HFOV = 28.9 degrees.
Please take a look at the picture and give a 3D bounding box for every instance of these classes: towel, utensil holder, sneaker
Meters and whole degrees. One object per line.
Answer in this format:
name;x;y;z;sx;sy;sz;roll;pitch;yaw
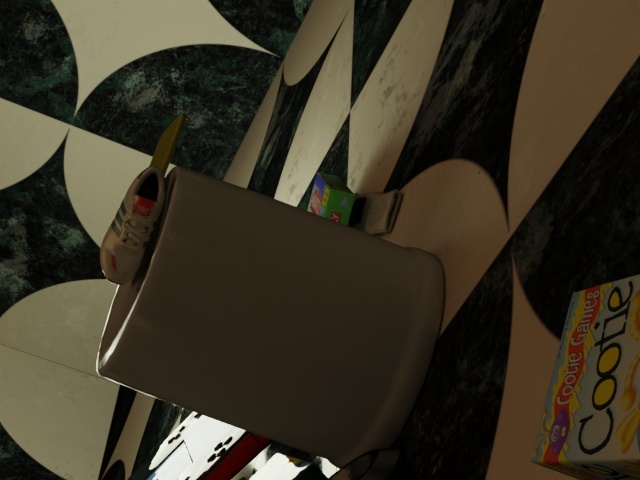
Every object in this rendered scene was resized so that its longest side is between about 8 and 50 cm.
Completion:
towel;-0.235;-0.057;1.715;0.102;0.021;0.237;-30;40;61
utensil holder;-0.074;0.105;1.703;0.327;0.385;0.327;-159;90;-76
sneaker;-0.239;-0.024;1.592;0.075;0.057;0.161;132;159;-69

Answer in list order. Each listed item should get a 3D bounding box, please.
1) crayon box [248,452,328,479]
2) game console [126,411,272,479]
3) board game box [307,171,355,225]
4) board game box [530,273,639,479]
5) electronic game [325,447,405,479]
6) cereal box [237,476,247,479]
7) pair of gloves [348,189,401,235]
crayon box;-0.125;0.444;1.748;0.323;0.083;0.203;-44;7;-16
game console;-0.227;0.391;2.285;0.342;0.060;0.386;-41;11;-5
board game box;0.000;0.000;2.173;0.317;0.046;0.213;-117;40;-81
board game box;0.279;0.102;0.829;0.275;0.142;0.144;149;140;-69
electronic game;0.015;0.340;1.547;0.229;0.048;0.229;-40;0;0
cereal box;-0.180;0.507;2.066;0.173;0.047;0.240;-32;19;3
pair of gloves;0.054;0.027;2.062;0.204;0.042;0.240;-177;107;-76
